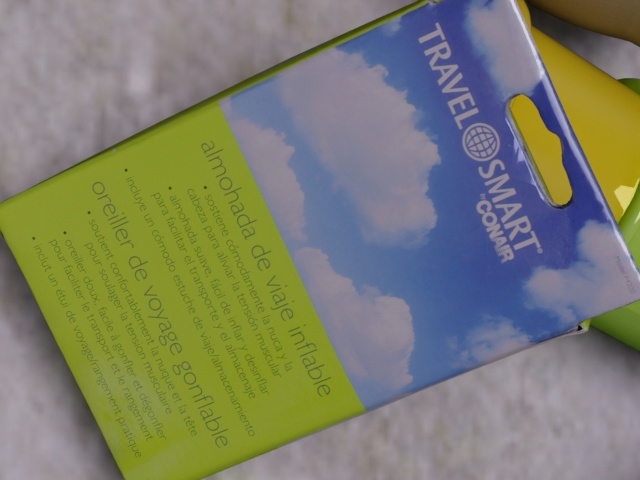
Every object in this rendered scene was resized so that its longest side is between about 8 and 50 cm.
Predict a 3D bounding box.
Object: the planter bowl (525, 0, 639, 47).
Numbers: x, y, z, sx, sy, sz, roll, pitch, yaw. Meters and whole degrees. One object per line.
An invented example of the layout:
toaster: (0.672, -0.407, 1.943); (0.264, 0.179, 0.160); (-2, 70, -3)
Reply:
planter bowl: (0.085, -0.152, 0.627); (0.109, 0.162, 0.162); (13, 79, 6)

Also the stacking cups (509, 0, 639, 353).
stacking cups: (0.162, 0.024, 0.678); (0.316, 0.096, 0.096); (29, 75, -24)

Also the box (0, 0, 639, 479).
box: (0.000, 0.000, 0.568); (0.178, 0.042, 0.109); (-24, 97, 19)
